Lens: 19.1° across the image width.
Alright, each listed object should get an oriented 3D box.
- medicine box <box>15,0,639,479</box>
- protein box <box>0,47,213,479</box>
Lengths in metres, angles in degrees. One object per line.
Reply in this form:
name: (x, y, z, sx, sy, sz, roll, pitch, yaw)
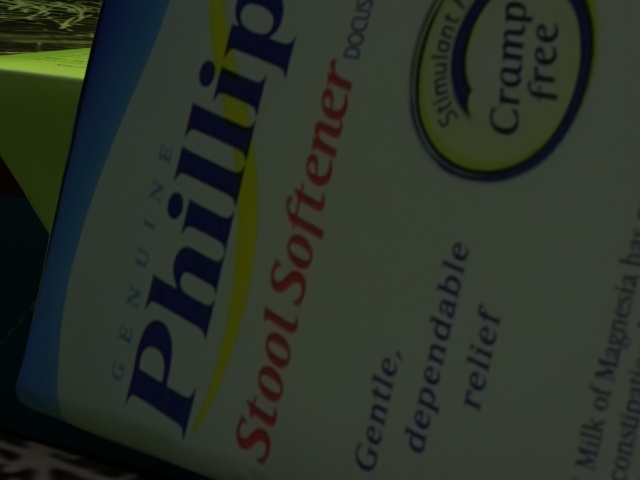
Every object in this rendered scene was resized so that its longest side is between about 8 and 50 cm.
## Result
medicine box: (0.121, 0.015, 0.476, 0.289, 0.149, 0.263, 12, -1, 45)
protein box: (0.000, 0.000, 0.716, 0.200, 0.136, 0.201, 10, 14, 38)
